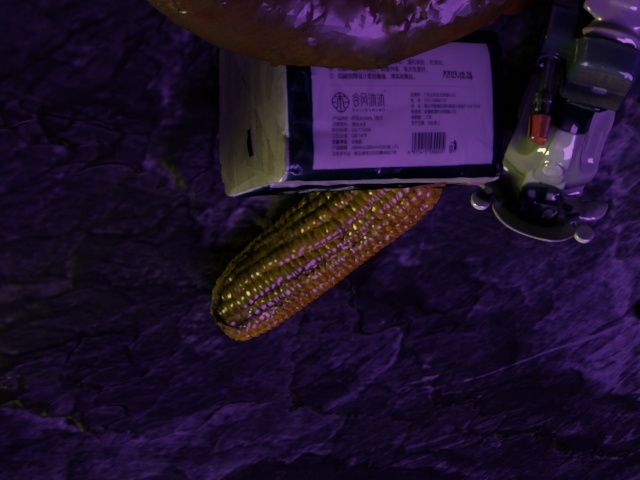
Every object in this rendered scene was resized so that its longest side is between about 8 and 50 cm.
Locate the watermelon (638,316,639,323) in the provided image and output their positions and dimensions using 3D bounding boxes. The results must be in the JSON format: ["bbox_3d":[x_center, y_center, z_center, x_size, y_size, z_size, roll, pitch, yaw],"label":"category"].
[{"bbox_3d":[0.389,0.085,1.245,0.085,0.061,0.085,-14,149,-9],"label":"watermelon"}]

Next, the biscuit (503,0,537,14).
[{"bbox_3d":[0.117,-0.207,0.685,0.250,0.036,0.165,-11,143,-20],"label":"biscuit"}]

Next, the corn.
[{"bbox_3d":[0.000,0.000,0.838,0.203,0.072,0.072,-39,145,15],"label":"corn"}]

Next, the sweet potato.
[{"bbox_3d":[-0.004,-0.140,0.585,0.310,0.098,0.124,-2,153,-35],"label":"sweet potato"}]

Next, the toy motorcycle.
[{"bbox_3d":[0.170,-0.083,0.784,0.102,0.150,0.221,18,153,4],"label":"toy motorcycle"}]

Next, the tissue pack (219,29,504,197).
[{"bbox_3d":[0.027,-0.080,0.716,0.170,0.103,0.090,-3,-177,-35],"label":"tissue pack"}]
